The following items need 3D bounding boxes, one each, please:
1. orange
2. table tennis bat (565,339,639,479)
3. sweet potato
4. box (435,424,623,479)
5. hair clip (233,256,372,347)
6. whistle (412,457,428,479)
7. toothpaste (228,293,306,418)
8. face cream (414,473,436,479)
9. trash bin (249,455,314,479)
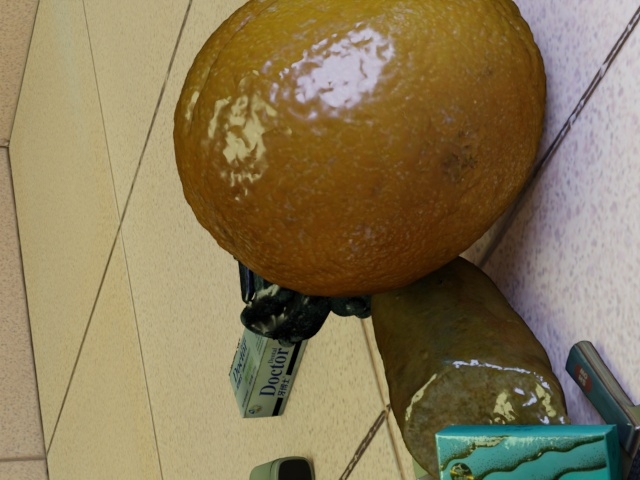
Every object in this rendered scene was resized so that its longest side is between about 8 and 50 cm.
[{"bbox_3d":[0.041,-0.115,1.502,0.322,0.357,0.322,49,163,21],"label":"orange"},{"bbox_3d":[0.282,0.187,1.318,0.301,0.022,0.173,-119,32,-49],"label":"table tennis bat"},{"bbox_3d":[0.134,0.110,1.540,0.370,0.157,0.158,-108,26,-57],"label":"sweet potato"},{"bbox_3d":[0.189,0.274,1.374,0.161,0.042,0.226,-4,95,28],"label":"box"},{"bbox_3d":[0.006,-0.001,1.795,0.310,0.206,0.194,100,167,-67],"label":"hair clip"},{"bbox_3d":[0.135,0.312,1.613,0.110,0.092,0.244,122,141,-58],"label":"whistle"},{"bbox_3d":[-0.056,0.105,2.161,0.081,0.067,0.336,-111,28,-43],"label":"toothpaste"},{"bbox_3d":[0.146,0.328,1.496,0.214,0.095,0.096,60,149,22],"label":"face cream"},{"bbox_3d":[-0.054,0.360,2.168,0.130,0.059,0.116,147,122,-67],"label":"trash bin"}]
